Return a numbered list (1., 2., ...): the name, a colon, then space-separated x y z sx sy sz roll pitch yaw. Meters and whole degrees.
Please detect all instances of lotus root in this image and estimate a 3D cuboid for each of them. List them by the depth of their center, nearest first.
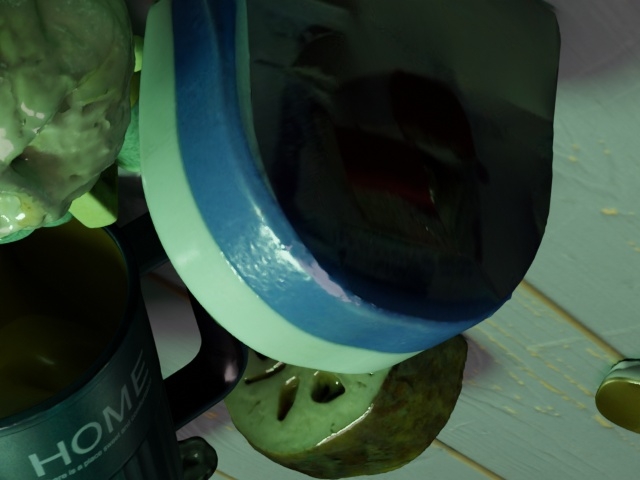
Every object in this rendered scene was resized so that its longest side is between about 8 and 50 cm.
1. lotus root: 0.020 0.150 1.586 0.235 0.138 0.119 -20 155 28

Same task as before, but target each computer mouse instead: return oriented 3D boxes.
1. computer mouse: 0.396 0.163 1.634 0.245 0.056 0.126 3 153 -2

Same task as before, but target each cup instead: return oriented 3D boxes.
1. cup: -0.231 0.120 1.384 0.242 0.308 0.292 13 141 19

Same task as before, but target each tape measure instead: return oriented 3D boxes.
1. tape measure: 0.018 -0.050 1.046 0.259 0.262 0.138 13 159 -34

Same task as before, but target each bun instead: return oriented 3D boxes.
1. bun: -0.200 -0.071 0.904 0.212 0.126 0.204 13 138 -36

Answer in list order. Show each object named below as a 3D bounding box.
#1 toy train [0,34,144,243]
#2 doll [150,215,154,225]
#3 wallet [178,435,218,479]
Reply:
1. toy train: -0.210 -0.123 1.067 0.237 0.150 0.369 -13 151 17
2. doll: -0.002 0.001 1.298 0.257 0.117 0.182 18 151 -25
3. wallet: -0.281 0.310 1.800 0.228 0.062 0.406 -34 -177 -32
